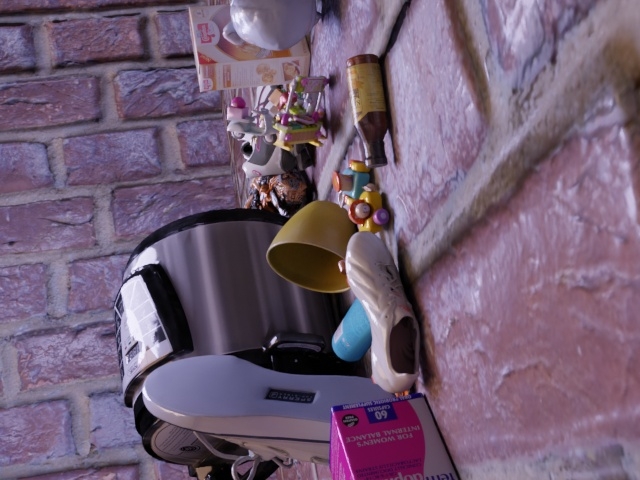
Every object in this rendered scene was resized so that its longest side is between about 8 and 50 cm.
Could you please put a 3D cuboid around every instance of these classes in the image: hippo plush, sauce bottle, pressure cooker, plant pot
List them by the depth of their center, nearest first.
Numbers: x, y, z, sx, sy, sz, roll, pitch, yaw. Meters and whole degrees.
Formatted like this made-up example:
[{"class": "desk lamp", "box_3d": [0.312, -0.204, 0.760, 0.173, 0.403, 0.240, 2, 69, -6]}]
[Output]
[{"class": "sauce bottle", "box_3d": [0.056, -0.148, 0.982, 0.042, 0.042, 0.128, 147, 116, -79]}, {"class": "hippo plush", "box_3d": [-0.109, -0.387, 1.192, 0.294, 0.234, 0.237, -117, 23, -61]}, {"class": "plant pot", "box_3d": [0.000, 0.000, 1.216, 0.134, 0.134, 0.095, 100, -175, -60]}, {"class": "pressure cooker", "box_3d": [-0.138, 0.200, 1.440, 0.370, 0.375, 0.420, 63, -168, -59]}]

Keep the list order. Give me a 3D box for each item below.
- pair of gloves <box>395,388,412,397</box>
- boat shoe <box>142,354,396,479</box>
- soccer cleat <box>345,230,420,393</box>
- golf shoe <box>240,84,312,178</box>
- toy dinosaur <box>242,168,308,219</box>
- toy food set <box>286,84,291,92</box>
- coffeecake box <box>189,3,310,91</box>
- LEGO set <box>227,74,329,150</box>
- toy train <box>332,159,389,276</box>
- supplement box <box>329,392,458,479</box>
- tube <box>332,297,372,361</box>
[{"class": "pair of gloves", "box_3d": [0.101, 0.175, 1.049, 0.083, 0.010, 0.074, -113, 17, -66]}, {"class": "boat shoe", "box_3d": [-0.067, 0.260, 1.171, 0.136, 0.367, 0.157, -63, -29, -56]}, {"class": "soccer cleat", "box_3d": [0.078, 0.076, 0.979, 0.076, 0.068, 0.196, 137, 125, -59]}, {"class": "golf shoe", "box_3d": [-0.101, -0.214, 1.564, 0.273, 0.120, 0.105, -107, -5, -52]}, {"class": "toy dinosaur", "box_3d": [-0.081, -0.071, 1.656, 0.322, 0.164, 0.218, -48, -32, -79]}, {"class": "toy food set", "box_3d": [-0.052, -0.312, 1.539, 0.083, 0.020, 0.083, 121, 141, -75]}, {"class": "coffeecake box", "box_3d": [-0.122, -0.332, 1.446, 0.068, 0.185, 0.142, 97, 162, -55]}, {"class": "LEGO set", "box_3d": [-0.042, -0.219, 1.325, 0.287, 0.132, 0.107, -58, -17, -69]}, {"class": "toy train", "box_3d": [0.037, -0.026, 1.087, 0.125, 0.046, 0.166, 118, 148, -46]}, {"class": "supplement box", "box_3d": [0.087, 0.286, 0.917, 0.220, 0.111, 0.114, -110, 17, -50]}, {"class": "tube", "box_3d": [0.062, 0.099, 1.125, 0.207, 0.052, 0.080, 113, 146, -59]}]
